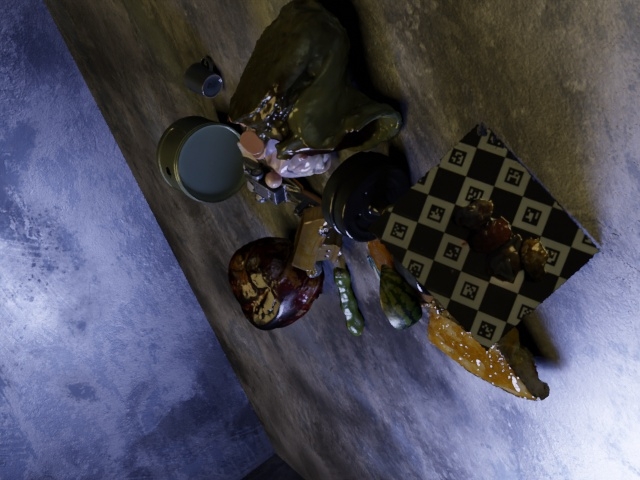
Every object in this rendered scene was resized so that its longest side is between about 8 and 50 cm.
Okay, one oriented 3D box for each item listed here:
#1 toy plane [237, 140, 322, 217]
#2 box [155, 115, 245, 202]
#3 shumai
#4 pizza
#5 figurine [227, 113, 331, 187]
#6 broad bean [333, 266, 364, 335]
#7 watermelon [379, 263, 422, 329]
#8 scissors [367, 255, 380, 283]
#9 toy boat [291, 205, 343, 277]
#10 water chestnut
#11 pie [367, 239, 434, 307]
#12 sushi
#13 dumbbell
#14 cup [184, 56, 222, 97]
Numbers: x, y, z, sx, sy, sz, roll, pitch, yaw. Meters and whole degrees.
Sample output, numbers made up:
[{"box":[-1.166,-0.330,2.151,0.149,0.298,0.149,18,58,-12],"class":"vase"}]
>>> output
[{"box":[-0.097,-0.127,2.042,0.316,0.103,0.204,40,152,37],"class":"toy plane"},{"box":[-0.326,-0.227,2.228,0.149,0.226,0.226,25,142,54],"class":"box"},{"box":[-0.002,-0.277,1.553,0.289,0.291,0.330,23,180,-20],"class":"shumai"},{"box":[0.324,0.198,1.615,0.323,0.089,0.223,25,149,50],"class":"pizza"},{"box":[-0.085,-0.216,1.737,0.133,0.200,0.276,41,-164,35],"class":"figurine"},{"box":[0.075,0.161,2.147,0.052,0.052,0.256,-113,5,-53],"class":"broad bean"},{"box":[0.182,0.134,1.727,0.069,0.087,0.163,-12,126,27],"class":"watermelon"},{"box":[0.146,0.091,1.948,0.058,0.014,0.119,14,130,66],"class":"scissors"},{"box":[0.000,0.000,1.987,0.122,0.089,0.321,12,154,-4],"class":"toy boat"},{"box":[-0.119,0.111,2.258,0.289,0.244,0.289,15,119,28],"class":"water chestnut"},{"box":[0.186,0.047,1.728,0.273,0.069,0.273,50,163,21],"class":"pie"},{"box":[0.270,-0.006,1.324,0.290,0.264,0.050,49,-165,15],"class":"sushi"},{"box":[0.154,-0.039,1.516,0.388,0.185,0.185,37,151,41],"class":"dumbbell"},{"box":[-0.306,-0.434,2.118,0.077,0.078,0.100,34,119,35],"class":"cup"}]
